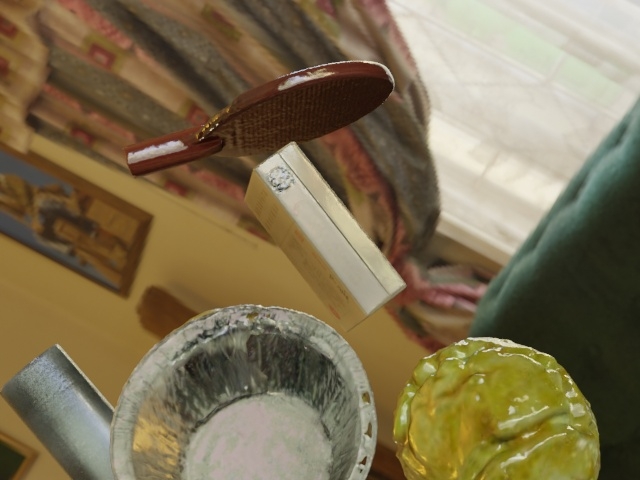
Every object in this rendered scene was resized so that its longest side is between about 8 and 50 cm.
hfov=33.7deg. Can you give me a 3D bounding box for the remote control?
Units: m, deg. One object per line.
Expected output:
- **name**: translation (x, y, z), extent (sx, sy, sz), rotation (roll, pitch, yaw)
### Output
- **remote control**: translation (-0.285, 0.313, 1.456), extent (0.107, 0.377, 0.044), rotation (-42, -13, -12)

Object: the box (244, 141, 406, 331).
- **box**: translation (0.000, 0.000, 1.172), extent (0.058, 0.201, 0.141), rotation (-36, -6, -14)

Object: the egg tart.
- **egg tart**: translation (-0.059, 0.168, 0.877), extent (0.234, 0.234, 0.094), rotation (-62, 18, 6)

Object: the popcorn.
- **popcorn**: translation (0.188, 0.207, 1.125), extent (0.204, 0.221, 0.183), rotation (-50, -19, 10)

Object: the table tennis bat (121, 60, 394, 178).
- **table tennis bat**: translation (-0.086, -0.173, 1.564), extent (0.414, 0.051, 0.268), rotation (-18, -11, -6)
